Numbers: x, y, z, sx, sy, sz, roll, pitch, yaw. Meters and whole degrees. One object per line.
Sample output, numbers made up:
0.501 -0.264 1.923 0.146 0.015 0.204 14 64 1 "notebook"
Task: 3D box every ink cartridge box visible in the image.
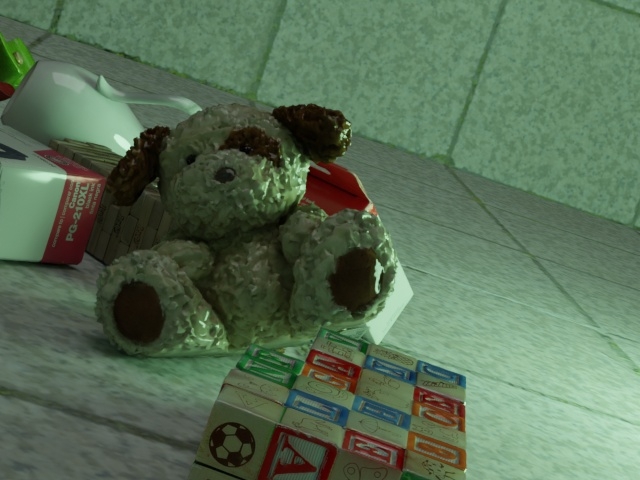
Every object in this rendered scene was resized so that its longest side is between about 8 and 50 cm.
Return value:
0.000 0.000 1.528 0.134 0.078 0.231 26 -22 33 "ink cartridge box"
-0.356 -0.056 1.409 0.172 0.100 0.237 26 12 37 "ink cartridge box"

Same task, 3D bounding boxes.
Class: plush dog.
-0.068 -0.015 1.314 0.262 0.226 0.210 -10 -10 4 "plush dog"

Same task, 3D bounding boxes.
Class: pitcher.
-0.252 -0.139 1.721 0.207 0.178 0.125 32 33 -17 "pitcher"

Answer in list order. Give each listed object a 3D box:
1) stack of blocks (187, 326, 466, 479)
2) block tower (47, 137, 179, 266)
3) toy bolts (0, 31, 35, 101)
0.013 0.145 1.069 0.171 0.087 0.297 20 10 3 "stack of blocks"
-0.182 -0.013 1.541 0.091 0.097 0.335 9 13 -45 "block tower"
-0.439 -0.154 1.831 0.218 0.158 0.228 62 8 8 "toy bolts"
